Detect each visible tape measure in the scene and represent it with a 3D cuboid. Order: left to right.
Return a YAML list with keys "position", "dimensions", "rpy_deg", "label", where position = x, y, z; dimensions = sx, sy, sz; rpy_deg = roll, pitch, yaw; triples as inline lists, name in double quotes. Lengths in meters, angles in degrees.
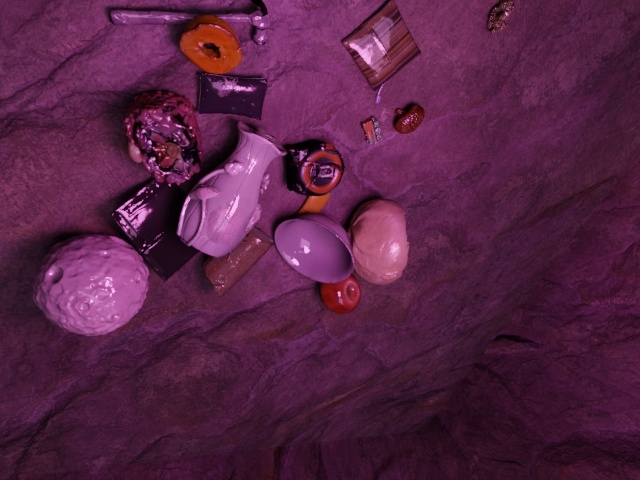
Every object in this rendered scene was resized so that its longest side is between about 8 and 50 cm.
- position: [-0.021, -0.263, 1.535]
  dimensions: [0.223, 0.135, 0.202]
  rpy_deg: [-12, 119, -23]
  label: "tape measure"

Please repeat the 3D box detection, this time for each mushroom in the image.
- position: [0.339, -0.458, 1.590]
  dimensions: [0.126, 0.085, 0.109]
  rpy_deg: [-44, 131, 17]
  label: "mushroom"

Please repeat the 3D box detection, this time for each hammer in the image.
- position: [-0.354, -0.612, 1.168]
  dimensions: [0.428, 0.044, 0.152]
  rpy_deg: [-8, 157, -11]
  label: "hammer"

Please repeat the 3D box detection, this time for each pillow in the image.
- position: [-0.277, -0.456, 1.327]
  dimensions: [0.209, 0.055, 0.141]
  rpy_deg: [-1, 131, -23]
  label: "pillow"
- position: [0.211, -0.649, 1.410]
  dimensions: [0.208, 0.052, 0.212]
  rpy_deg: [-39, 125, 8]
  label: "pillow"

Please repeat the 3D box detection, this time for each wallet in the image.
- position: [-0.540, -0.044, 1.455]
  dimensions: [0.247, 0.041, 0.322]
  rpy_deg: [-45, 128, -23]
  label: "wallet"

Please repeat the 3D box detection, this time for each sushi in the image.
- position: [-0.477, -0.301, 1.275]
  dimensions: [0.237, 0.170, 0.270]
  rpy_deg: [-15, 133, -15]
  label: "sushi"

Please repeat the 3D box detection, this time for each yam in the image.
- position: [-0.333, 0.068, 1.617]
  dimensions: [0.304, 0.168, 0.168]
  rpy_deg: [-44, 130, 9]
  label: "yam"

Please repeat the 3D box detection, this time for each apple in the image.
- position: [0.085, 0.233, 1.910]
  dimensions: [0.201, 0.201, 0.162]
  rpy_deg: [27, 154, -37]
  label: "apple"

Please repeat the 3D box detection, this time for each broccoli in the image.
- position: [0.640, -0.791, 1.484]
  dimensions: [0.097, 0.092, 0.095]
  rpy_deg: [-16, 118, 9]
  label: "broccoli"

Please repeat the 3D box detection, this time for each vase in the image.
- position: [-0.295, -0.171, 1.406]
  dimensions: [0.250, 0.250, 0.445]
  rpy_deg: [25, 104, -36]
  label: "vase"

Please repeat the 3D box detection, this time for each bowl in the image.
- position: [0.000, 0.000, 1.687]
  dimensions: [0.157, 0.346, 0.345]
  rpy_deg: [-58, 146, -39]
  label: "bowl"

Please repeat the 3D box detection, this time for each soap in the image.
- position: [-0.027, -0.140, 1.689]
  dimensions: [0.089, 0.033, 0.168]
  rpy_deg: [20, 115, -35]
  label: "soap"

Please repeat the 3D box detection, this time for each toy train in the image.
- position: [0.195, -0.413, 1.586]
  dimensions: [0.064, 0.044, 0.103]
  rpy_deg: [-24, 128, -3]
  label: "toy train"

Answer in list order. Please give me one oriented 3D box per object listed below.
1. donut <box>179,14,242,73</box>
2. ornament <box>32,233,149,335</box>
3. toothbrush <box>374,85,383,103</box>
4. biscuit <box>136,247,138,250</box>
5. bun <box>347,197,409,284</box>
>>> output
- position: [-0.308, -0.558, 1.191]
  dimensions: [0.162, 0.065, 0.178]
  rpy_deg: [-13, 158, 16]
  label: "donut"
- position: [-0.737, 0.132, 1.371]
  dimensions: [0.338, 0.337, 0.336]
  rpy_deg: [-12, 128, -16]
  label: "ornament"
- position: [0.235, -0.585, 1.497]
  dimensions: [0.019, 0.013, 0.193]
  rpy_deg: [0, 124, -33]
  label: "toothbrush"
- position: [-0.577, -0.001, 1.529]
  dimensions: [0.192, 0.049, 0.191]
  rpy_deg: [-12, 121, -21]
  label: "biscuit"
- position: [0.211, 0.005, 1.720]
  dimensions: [0.203, 0.364, 0.364]
  rpy_deg: [0, 124, -11]
  label: "bun"
